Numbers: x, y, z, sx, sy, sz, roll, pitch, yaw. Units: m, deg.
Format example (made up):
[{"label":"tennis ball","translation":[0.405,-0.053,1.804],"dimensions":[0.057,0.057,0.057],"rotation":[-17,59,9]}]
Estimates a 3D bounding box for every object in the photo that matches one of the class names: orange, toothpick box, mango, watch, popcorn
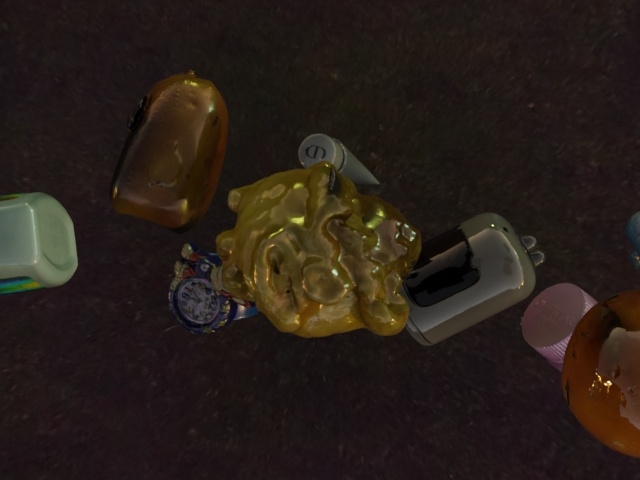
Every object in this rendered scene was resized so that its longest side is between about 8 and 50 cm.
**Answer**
[{"label":"orange","translation":[0.471,0.189,0.986],"dimensions":[0.246,0.246,0.246],"rotation":[0,89,-1]},{"label":"toothpick box","translation":[0.318,0.076,1.465],"dimensions":[0.316,0.229,0.229],"rotation":[-29,90,18]},{"label":"mango","translation":[-0.256,-0.160,1.227],"dimensions":[0.152,0.201,0.287],"rotation":[13,88,15]},{"label":"watch","translation":[-0.198,0.089,1.387],"dimensions":[0.196,0.200,0.171],"rotation":[18,105,10]},{"label":"popcorn","translation":[0.000,0.000,1.056],"dimensions":[0.315,0.281,0.297],"rotation":[6,51,-6]}]

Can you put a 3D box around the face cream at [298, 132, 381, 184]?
[{"label":"face cream","translation":[0.036,-0.162,1.498],"dimensions":[0.143,0.314,0.089],"rotation":[22,92,17]}]

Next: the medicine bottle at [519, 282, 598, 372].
[{"label":"medicine bottle","translation":[0.612,0.240,1.557],"dimensions":[0.290,0.178,0.178],"rotation":[37,88,-23]}]

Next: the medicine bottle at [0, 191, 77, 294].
[{"label":"medicine bottle","translation":[-0.332,0.014,0.571],"dimensions":[0.228,0.121,0.083],"rotation":[-9,87,-5]}]

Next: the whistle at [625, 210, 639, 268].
[{"label":"whistle","translation":[0.542,-0.010,1.029],"dimensions":[0.180,0.269,0.093],"rotation":[-49,60,38]}]
